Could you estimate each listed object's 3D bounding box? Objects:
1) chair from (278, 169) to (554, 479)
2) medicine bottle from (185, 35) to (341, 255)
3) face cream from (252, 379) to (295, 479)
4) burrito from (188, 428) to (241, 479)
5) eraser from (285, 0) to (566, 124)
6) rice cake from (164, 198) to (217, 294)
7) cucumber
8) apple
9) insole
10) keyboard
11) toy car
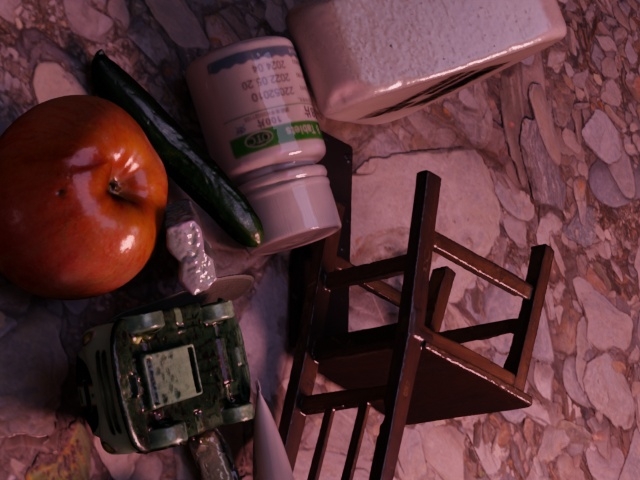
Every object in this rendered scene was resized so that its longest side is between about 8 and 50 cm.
[{"bbox_3d":[0.108,0.166,1.986,0.240,0.203,0.416,32,58,-39],"label":"chair"},{"bbox_3d":[-0.063,-0.110,1.989,0.139,0.139,0.237,-7,76,-49],"label":"medicine bottle"},{"bbox_3d":[-0.048,0.275,1.831,0.058,0.092,0.243,-8,54,-7],"label":"face cream"},{"bbox_3d":[-0.098,0.291,1.839,0.045,0.041,0.185,-17,85,-9],"label":"burrito"},{"bbox_3d":[0.110,-0.245,2.144,0.331,0.331,0.150,-19,89,-50],"label":"eraser"},{"bbox_3d":[-0.141,0.005,1.826,0.226,0.040,0.085,-129,-162,-82],"label":"rice cake"},{"bbox_3d":[-0.165,-0.099,1.915,0.284,0.056,0.056,48,42,-2],"label":"cucumber"},{"bbox_3d":[-0.248,-0.044,1.733,0.209,0.164,0.209,22,59,-42],"label":"apple"},{"bbox_3d":[-0.153,0.071,1.855,0.232,0.080,0.003,-15,63,-47],"label":"insole"},{"bbox_3d":[0.000,0.000,2.100,0.101,0.018,0.309,27,54,-40],"label":"keyboard"},{"bbox_3d":[-0.169,0.141,1.764,0.306,0.125,0.136,-9,88,-71],"label":"toy car"}]
